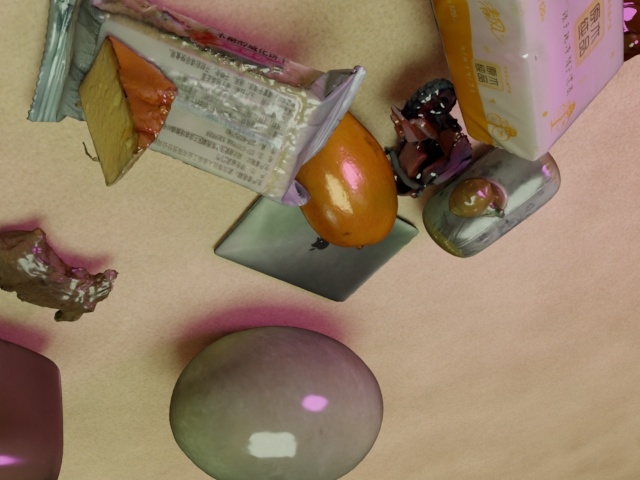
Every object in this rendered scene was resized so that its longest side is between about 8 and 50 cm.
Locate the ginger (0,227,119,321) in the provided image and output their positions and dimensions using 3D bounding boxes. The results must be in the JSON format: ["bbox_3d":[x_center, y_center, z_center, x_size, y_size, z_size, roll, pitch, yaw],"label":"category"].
[{"bbox_3d":[-0.386,0.024,0.756,0.122,0.084,0.290,-36,136,23],"label":"ginger"}]

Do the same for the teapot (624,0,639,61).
[{"bbox_3d":[0.377,-0.260,0.804,0.129,0.078,0.098,4,131,-26],"label":"teapot"}]

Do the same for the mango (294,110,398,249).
[{"bbox_3d":[0.021,-0.085,0.793,0.112,0.145,0.219,-7,129,35],"label":"mango"}]

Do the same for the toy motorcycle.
[{"bbox_3d":[0.132,-0.120,0.827,0.118,0.084,0.212,-31,152,3],"label":"toy motorcycle"}]

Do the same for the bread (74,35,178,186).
[{"bbox_3d":[-0.189,-0.109,0.574,0.080,0.109,0.084,33,127,-22],"label":"bread"}]

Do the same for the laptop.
[{"bbox_3d":[0.000,0.000,0.948,0.269,0.015,0.187,24,120,-39],"label":"laptop"}]

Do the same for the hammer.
[{"bbox_3d":[0.213,-0.056,0.829,0.202,0.113,0.305,-42,170,16],"label":"hammer"}]

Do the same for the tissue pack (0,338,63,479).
[{"bbox_3d":[-0.535,0.302,0.835,0.277,0.267,0.387,23,121,-35],"label":"tissue pack"}]

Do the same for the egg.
[{"bbox_3d":[-0.062,0.264,1.011,0.352,0.258,0.258,17,124,-32],"label":"egg"}]

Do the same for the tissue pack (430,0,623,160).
[{"bbox_3d":[0.230,-0.234,0.694,0.185,0.124,0.225,-48,139,-16],"label":"tissue pack"}]

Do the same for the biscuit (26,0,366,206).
[{"bbox_3d":[-0.126,-0.151,0.649,0.309,0.079,0.186,20,121,-8],"label":"biscuit"}]
